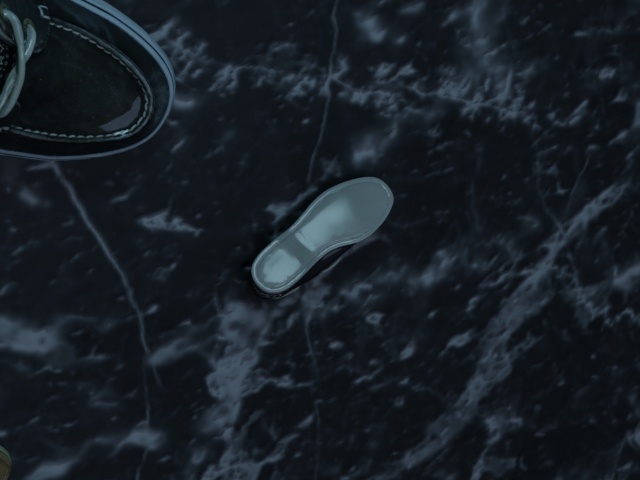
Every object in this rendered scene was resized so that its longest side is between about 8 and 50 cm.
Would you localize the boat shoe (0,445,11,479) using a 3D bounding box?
[{"bbox_3d":[-0.258,0.202,1.242,0.050,0.045,0.135,40,87,-36],"label":"boat shoe"}]

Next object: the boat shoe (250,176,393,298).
[{"bbox_3d":[0.000,0.000,1.316,0.125,0.038,0.046,-41,83,-16],"label":"boat shoe"}]

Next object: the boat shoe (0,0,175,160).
[{"bbox_3d":[-0.226,-0.112,1.087,0.335,0.119,0.121,14,102,-34],"label":"boat shoe"}]
